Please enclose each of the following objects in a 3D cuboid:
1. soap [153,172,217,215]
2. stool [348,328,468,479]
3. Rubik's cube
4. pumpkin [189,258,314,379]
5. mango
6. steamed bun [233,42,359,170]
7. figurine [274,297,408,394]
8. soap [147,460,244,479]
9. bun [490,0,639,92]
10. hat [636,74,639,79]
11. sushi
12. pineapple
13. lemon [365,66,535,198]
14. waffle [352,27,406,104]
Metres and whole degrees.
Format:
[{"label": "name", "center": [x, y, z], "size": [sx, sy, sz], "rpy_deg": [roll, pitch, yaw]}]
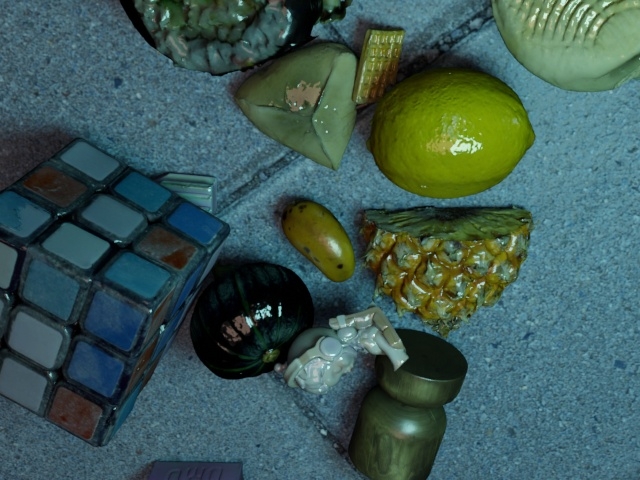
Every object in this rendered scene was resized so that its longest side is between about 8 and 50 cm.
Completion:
[{"label": "soap", "center": [-0.275, -0.075, 1.768], "size": [0.149, 0.056, 0.100], "rpy_deg": [4, 116, 3]}, {"label": "stool", "center": [0.170, 0.335, 1.843], "size": [0.179, 0.179, 0.264], "rpy_deg": [15, 114, -1]}, {"label": "Rubik's cube", "center": [-0.415, 0.082, 1.649], "size": [0.363, 0.359, 0.362], "rpy_deg": [26, 120, 0]}, {"label": "pumpkin", "center": [-0.143, 0.130, 1.776], "size": [0.248, 0.248, 0.248], "rpy_deg": [2, 114, 4]}, {"label": "mango", "center": [0.000, -0.002, 1.736], "size": [0.178, 0.090, 0.115], "rpy_deg": [49, 153, 11]}, {"label": "steamed bun", "center": [-0.022, -0.254, 1.640], "size": [0.231, 0.110, 0.212], "rpy_deg": [28, 113, -10]}, {"label": "figurine", "center": [0.034, 0.213, 1.696], "size": [0.236, 0.162, 0.141], "rpy_deg": [-23, 68, -4]}, {"label": "soap", "center": [-0.271, 0.537, 2.004], "size": [0.203, 0.122, 0.065], "rpy_deg": [0, 114, 4]}, {"label": "bun", "center": [0.457, -0.417, 1.461], "size": [0.364, 0.202, 0.364], "rpy_deg": [6, 100, 31]}, {"label": "hat", "center": [0.550, -0.343, 1.570], "size": [0.122, 0.081, 0.166], "rpy_deg": [-17, 101, 10]}, {"label": "sushi", "center": [-0.134, -0.449, 1.488], "size": [0.328, 0.285, 0.328], "rpy_deg": [-21, 106, 37]}, {"label": "pineapple", "center": [0.238, 0.098, 1.714], "size": [0.344, 0.209, 0.286], "rpy_deg": [0, 114, 7]}, {"label": "lemon", "center": [0.218, -0.184, 1.583], "size": [0.263, 0.236, 0.236], "rpy_deg": [-27, 110, -3]}, {"label": "waffle", "center": [0.103, -0.306, 1.624], "size": [0.021, 0.092, 0.135], "rpy_deg": [33, 123, 40]}]
